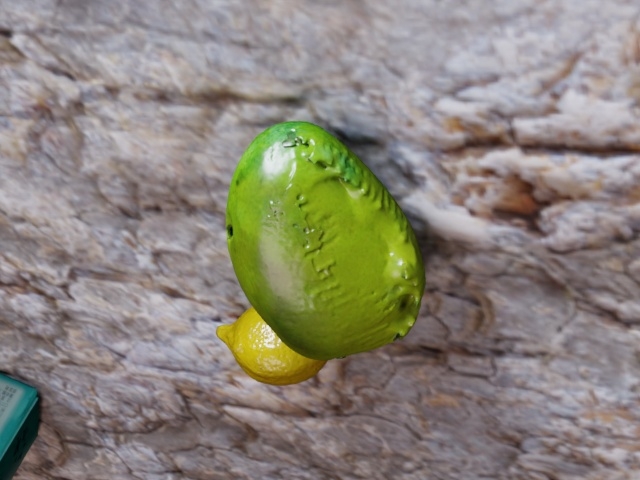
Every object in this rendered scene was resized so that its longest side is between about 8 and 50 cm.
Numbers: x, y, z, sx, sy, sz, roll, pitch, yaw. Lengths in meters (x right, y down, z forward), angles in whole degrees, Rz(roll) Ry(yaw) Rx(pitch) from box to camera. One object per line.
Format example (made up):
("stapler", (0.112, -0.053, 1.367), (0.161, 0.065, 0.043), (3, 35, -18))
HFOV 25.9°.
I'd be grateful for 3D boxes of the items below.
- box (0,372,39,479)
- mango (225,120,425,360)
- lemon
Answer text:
("box", (-0.402, 0.172, 1.284), (0.244, 0.153, 0.092), (23, 142, 5))
("mango", (0.000, 0.000, 0.906), (0.119, 0.100, 0.178), (-21, 122, -1))
("lemon", (-0.034, 0.076, 1.039), (0.092, 0.065, 0.065), (6, 139, 16))
